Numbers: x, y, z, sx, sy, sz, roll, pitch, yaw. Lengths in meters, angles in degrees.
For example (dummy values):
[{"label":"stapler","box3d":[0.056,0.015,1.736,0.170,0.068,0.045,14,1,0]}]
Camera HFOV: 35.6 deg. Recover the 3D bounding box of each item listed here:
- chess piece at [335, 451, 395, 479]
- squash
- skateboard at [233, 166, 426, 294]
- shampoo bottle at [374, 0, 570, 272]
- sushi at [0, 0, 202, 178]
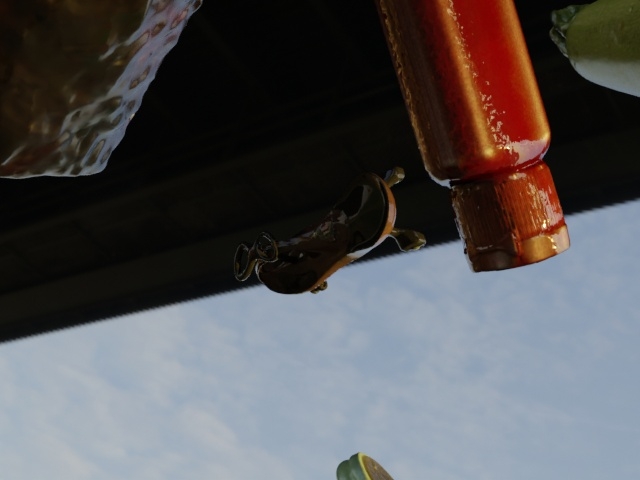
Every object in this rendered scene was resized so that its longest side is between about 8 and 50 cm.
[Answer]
[{"label":"chess piece","box3d":[0.007,0.192,0.640,0.103,0.067,0.067,-40,-58,8]},{"label":"squash","box3d":[0.317,-0.189,0.970,0.137,0.137,0.287,29,0,-15]},{"label":"skateboard","box3d":[0.000,0.000,0.761,0.151,0.067,0.080,-33,-28,34]},{"label":"shampoo bottle","box3d":[0.076,-0.112,0.557,0.064,0.102,0.260,-13,-85,36]},{"label":"sushi","box3d":[-0.271,-0.227,0.892,0.299,0.281,0.294,38,-68,-2]}]
